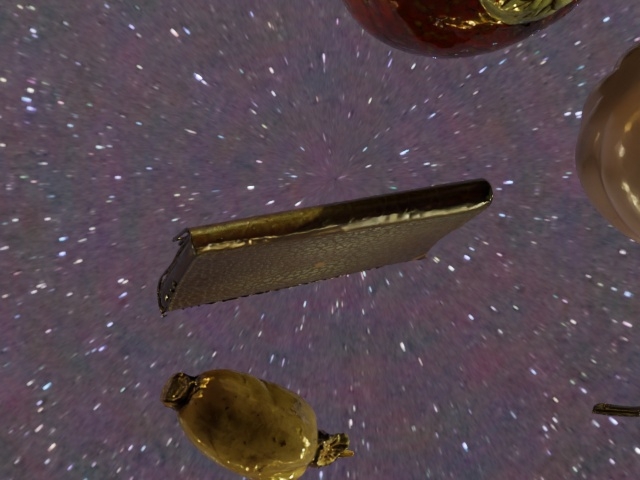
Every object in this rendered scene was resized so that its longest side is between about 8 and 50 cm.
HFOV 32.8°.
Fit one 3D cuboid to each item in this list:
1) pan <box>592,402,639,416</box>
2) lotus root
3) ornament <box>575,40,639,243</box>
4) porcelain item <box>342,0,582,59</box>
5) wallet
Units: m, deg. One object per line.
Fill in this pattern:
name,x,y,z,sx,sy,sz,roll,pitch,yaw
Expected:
pan,0.213,0.096,0.647,0.115,0.068,0.023,-3,-72,41
lotus root,-0.044,0.137,0.789,0.152,0.063,0.072,21,-112,-19
ornament,0.277,-0.066,0.773,0.177,0.177,0.177,0,-87,1
porcelain item,0.105,-0.272,0.816,0.253,0.253,0.253,0,-87,1
wallet,0.000,0.000,0.839,0.243,0.133,0.039,-12,-107,-23
